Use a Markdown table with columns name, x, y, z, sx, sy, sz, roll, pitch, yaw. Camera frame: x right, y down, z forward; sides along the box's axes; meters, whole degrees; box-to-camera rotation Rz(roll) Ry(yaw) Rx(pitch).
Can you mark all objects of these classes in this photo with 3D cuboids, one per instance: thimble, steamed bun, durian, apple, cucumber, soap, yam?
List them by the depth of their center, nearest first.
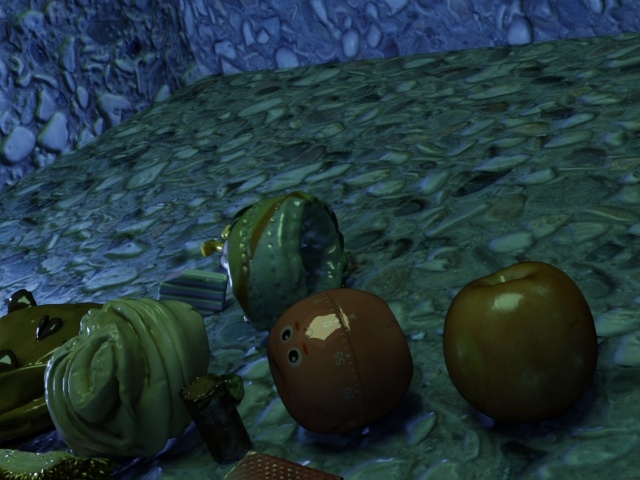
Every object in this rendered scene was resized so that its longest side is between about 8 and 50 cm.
| name | x | y | z | sx | sy | sz | roll | pitch | yaw |
| --- | --- | --- | --- | --- | --- | --- | --- | --- | --- |
| apple | 0.302 | 0.144 | 1.440 | 0.254 | 0.253 | 0.253 | -16 | 24 | 7 |
| durian | -0.458 | 0.408 | 1.569 | 0.250 | 0.183 | 0.137 | -8 | 61 | 19 |
| yam | -0.172 | 0.296 | 1.575 | 0.079 | 0.141 | 0.079 | -18 | 23 | 8 |
| steamed bun | -0.324 | 0.243 | 1.627 | 0.289 | 0.275 | 0.203 | -13 | 13 | -10 |
| cucumber | -0.237 | 0.281 | 1.760 | 0.187 | 0.058 | 0.058 | -11 | 25 | 17 |
| thimble | -0.065 | 0.047 | 1.908 | 0.167 | 0.254 | 0.288 | -11 | 51 | 26 |
| soap | -0.284 | 0.116 | 2.101 | 0.149 | 0.100 | 0.056 | 8 | 19 | -2 |

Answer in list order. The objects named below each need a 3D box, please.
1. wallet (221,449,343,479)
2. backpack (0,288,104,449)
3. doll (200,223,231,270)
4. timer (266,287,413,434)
| name | x | y | z | sx | sy | sz | roll | pitch | yaw |
| --- | --- | --- | --- | --- | --- | --- | --- | --- | --- |
| wallet | -0.068 | 0.377 | 1.469 | 0.197 | 0.020 | 0.103 | 3 | 33 | 42 |
| backpack | -0.538 | 0.244 | 1.897 | 0.378 | 0.201 | 0.353 | -21 | 27 | 3 |
| doll | -0.116 | 0.028 | 2.182 | 0.365 | 0.094 | 0.160 | 6 | 37 | 46 |
| timer | 0.028 | 0.194 | 1.537 | 0.215 | 0.229 | 0.229 | -22 | 23 | -8 |
